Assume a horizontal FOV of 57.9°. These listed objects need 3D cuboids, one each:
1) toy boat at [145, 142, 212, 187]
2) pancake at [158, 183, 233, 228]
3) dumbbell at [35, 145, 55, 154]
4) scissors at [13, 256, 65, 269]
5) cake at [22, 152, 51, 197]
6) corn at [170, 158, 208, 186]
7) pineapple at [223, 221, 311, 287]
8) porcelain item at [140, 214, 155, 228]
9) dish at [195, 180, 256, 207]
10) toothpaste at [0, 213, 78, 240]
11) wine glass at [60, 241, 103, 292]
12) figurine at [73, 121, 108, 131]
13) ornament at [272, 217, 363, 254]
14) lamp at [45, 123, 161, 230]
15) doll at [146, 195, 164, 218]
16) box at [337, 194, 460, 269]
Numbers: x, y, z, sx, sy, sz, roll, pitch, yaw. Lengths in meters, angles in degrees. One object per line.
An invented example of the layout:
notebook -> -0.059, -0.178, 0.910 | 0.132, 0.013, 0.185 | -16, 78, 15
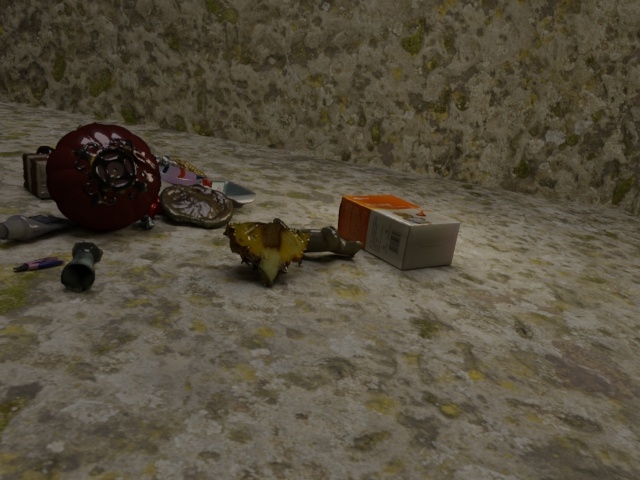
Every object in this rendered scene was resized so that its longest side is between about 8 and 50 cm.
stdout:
toy boat -> -0.524, -0.229, 1.955 | 0.318, 0.072, 0.219 | 31, 26, -14
pancake -> -0.394, -0.118, 1.844 | 0.236, 0.042, 0.222 | 24, 37, 6
dumbbell -> -0.896, -0.277, 2.087 | 0.140, 0.124, 0.225 | 20, 21, 35
scissors -> -0.648, 0.054, 1.327 | 0.039, 0.012, 0.113 | 20, 21, 33
cake -> -0.880, -0.216, 1.886 | 0.135, 0.135, 0.147 | -11, 19, -43
corn -> -0.517, -0.253, 2.238 | 0.101, 0.101, 0.291 | -4, 19, -35
pineapple -> -0.144, 0.051, 1.480 | 0.249, 0.164, 0.139 | -1, -20, -40
porcelain item -> -0.514, -0.055, 1.716 | 0.028, 0.036, 0.083 | -33, 27, -17
dish -> -0.334, -0.156, 2.071 | 0.154, 0.064, 0.234 | -7, 22, -42
toothpaste -> -0.752, -0.041, 1.524 | 0.099, 0.068, 0.282 | 40, 9, 1
wine glass -> -0.530, 0.056, 1.290 | 0.072, 0.072, 0.155 | 4, 18, -16
figurine -> -0.719, -0.282, 2.026 | 0.327, 0.169, 0.218 | 44, 15, -27
ornament -> 0.000, 0.000, 1.648 | 0.230, 0.061, 0.245 | -2, -20, 11
lamp -> -0.601, -0.176, 1.613 | 0.303, 0.303, 0.257 | -2, -5, -32
doll -> -0.654, -0.171, 1.836 | 0.336, 0.106, 0.200 | 28, 20, 2
box -> 0.237, -0.038, 1.841 | 0.224, 0.144, 0.341 | -4, 22, -35
